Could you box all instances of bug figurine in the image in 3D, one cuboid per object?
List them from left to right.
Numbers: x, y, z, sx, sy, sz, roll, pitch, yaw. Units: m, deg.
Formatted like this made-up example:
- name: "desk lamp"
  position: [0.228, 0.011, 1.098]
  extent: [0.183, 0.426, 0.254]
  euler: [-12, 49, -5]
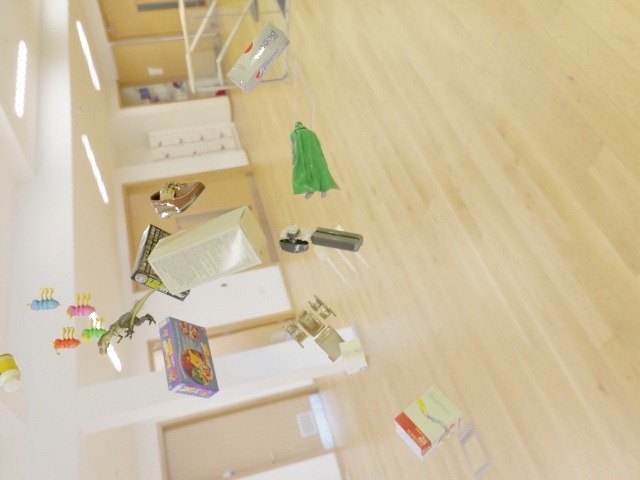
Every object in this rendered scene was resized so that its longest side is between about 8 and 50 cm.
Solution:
- name: "bug figurine"
  position: [-0.843, 0.277, 1.851]
  extent: [0.072, 0.216, 0.279]
  euler: [-95, -2, -52]

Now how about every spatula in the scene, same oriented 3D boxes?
- name: "spatula"
  position: [0.096, 0.070, 2.445]
  extent: [0.242, 0.168, 0.019]
  euler: [51, -176, 16]

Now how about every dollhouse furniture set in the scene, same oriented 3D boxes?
- name: "dollhouse furniture set"
  position: [-0.005, 0.411, 2.477]
  extent: [0.242, 0.212, 0.161]
  euler: [37, 168, 45]

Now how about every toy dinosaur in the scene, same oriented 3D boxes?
- name: "toy dinosaur"
  position: [-0.587, 0.252, 1.714]
  extent: [0.118, 0.268, 0.064]
  euler: [19, 148, 43]

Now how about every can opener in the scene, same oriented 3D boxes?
- name: "can opener"
  position: [0.000, 0.000, 1.785]
  extent: [0.074, 0.280, 0.093]
  euler: [-55, -35, -54]

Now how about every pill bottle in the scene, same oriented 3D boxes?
- name: "pill bottle"
  position: [-0.963, 0.407, 1.690]
  extent: [0.116, 0.065, 0.065]
  euler: [42, 148, 31]

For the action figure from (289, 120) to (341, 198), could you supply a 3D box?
- name: "action figure"
  position: [-0.035, -0.227, 1.505]
  extent: [0.063, 0.137, 0.232]
  euler: [131, 130, -59]

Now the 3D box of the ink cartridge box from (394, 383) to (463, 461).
- name: "ink cartridge box"
  position: [0.337, 0.564, 1.704]
  extent: [0.127, 0.176, 0.128]
  euler: [43, 161, 35]

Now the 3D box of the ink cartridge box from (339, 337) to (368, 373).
- name: "ink cartridge box"
  position: [0.139, 0.487, 2.332]
  extent: [0.143, 0.092, 0.090]
  euler: [73, -179, -49]

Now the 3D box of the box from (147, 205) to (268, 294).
- name: "box"
  position: [-0.326, 0.030, 1.612]
  extent: [0.121, 0.311, 0.148]
  euler: [-81, -31, -59]

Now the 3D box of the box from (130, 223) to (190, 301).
- name: "box"
  position: [-0.592, 0.083, 2.105]
  extent: [0.060, 0.216, 0.270]
  euler: [-45, 30, 29]

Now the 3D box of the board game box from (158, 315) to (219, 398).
- name: "board game box"
  position: [-0.604, 0.533, 2.511]
  extent: [0.233, 0.078, 0.347]
  euler: [31, -152, -47]

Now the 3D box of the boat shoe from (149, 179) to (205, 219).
- name: "boat shoe"
  position: [-0.589, -0.175, 2.198]
  extent: [0.324, 0.122, 0.120]
  euler: [-19, 121, 43]

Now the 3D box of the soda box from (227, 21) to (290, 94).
- name: "soda box"
  position: [-0.259, -0.765, 2.307]
  extent: [0.098, 0.286, 0.091]
  euler: [40, -175, 13]
